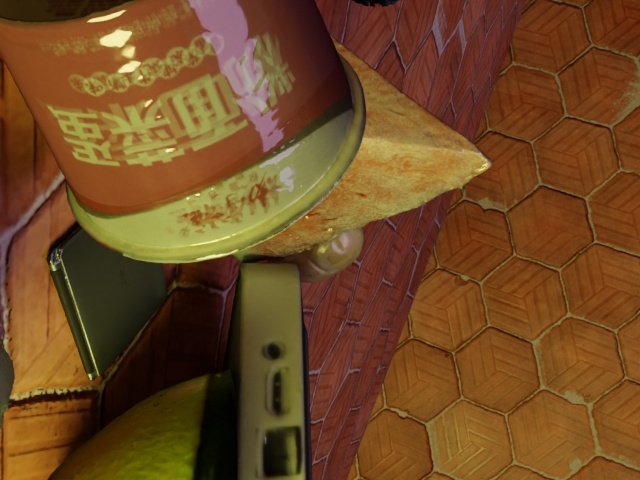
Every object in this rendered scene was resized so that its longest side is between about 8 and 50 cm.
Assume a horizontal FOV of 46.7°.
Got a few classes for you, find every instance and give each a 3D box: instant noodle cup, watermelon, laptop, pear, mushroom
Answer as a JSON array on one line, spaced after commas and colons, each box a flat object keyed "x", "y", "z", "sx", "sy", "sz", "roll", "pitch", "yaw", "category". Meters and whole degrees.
[{"x": -0.099, "y": -0.127, "z": 0.484, "sx": 0.235, "sy": 0.234, "sz": 0.178, "roll": -61, "pitch": 151, "yaw": -27, "category": "instant noodle cup"}, {"x": 0.013, "y": -0.146, "z": 0.780, "sx": 0.283, "sy": 0.292, "sz": 0.251, "roll": 71, "pitch": 13, "yaw": -63, "category": "watermelon"}, {"x": -0.194, "y": 0.036, "z": 0.700, "sx": 0.129, "sy": 0.016, "sz": 0.180, "roll": -55, "pitch": 158, "yaw": -40, "category": "laptop"}, {"x": -0.176, "y": 0.318, "z": 0.689, "sx": 0.399, "sy": 0.165, "sz": 0.399, "roll": -177, "pitch": -90, "yaw": -80, "category": "pear"}, {"x": 0.000, "y": 0.000, "z": 1.096, "sx": 0.148, "sy": 0.112, "sz": 0.148, "roll": -32, "pitch": 169, "yaw": -7, "category": "mushroom"}]

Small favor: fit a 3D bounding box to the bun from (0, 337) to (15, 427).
[{"x": -0.251, "y": 0.096, "z": 0.421, "sx": 0.195, "sy": 0.118, "sz": 0.195, "roll": -53, "pitch": 153, "yaw": -43, "category": "bun"}]

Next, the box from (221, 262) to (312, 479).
[{"x": -0.072, "y": 0.258, "z": 0.854, "sx": 0.373, "sy": 0.090, "sz": 0.367, "roll": 109, "pitch": -19, "yaw": -54, "category": "box"}]

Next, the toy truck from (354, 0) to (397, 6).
[{"x": 0.126, "y": -0.402, "z": 1.005, "sx": 0.113, "sy": 0.126, "sz": 0.208, "roll": 93, "pitch": 23, "yaw": -43, "category": "toy truck"}]
